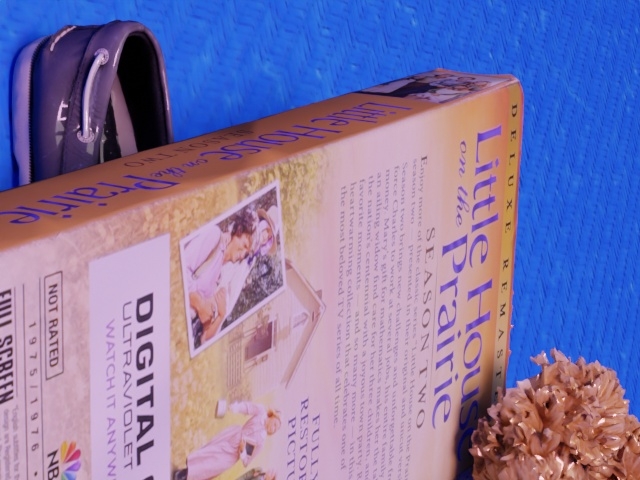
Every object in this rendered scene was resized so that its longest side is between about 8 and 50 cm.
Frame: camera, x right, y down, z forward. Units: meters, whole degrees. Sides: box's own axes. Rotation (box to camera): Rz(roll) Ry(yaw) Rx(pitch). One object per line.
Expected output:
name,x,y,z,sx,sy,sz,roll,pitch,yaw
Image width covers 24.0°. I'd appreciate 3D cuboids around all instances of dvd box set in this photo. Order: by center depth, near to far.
dvd box set,-0.031,0.104,0.629,0.420,0.062,0.307,-25,121,-56

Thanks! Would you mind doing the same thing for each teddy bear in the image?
teddy bear,0.100,0.222,0.730,0.338,0.113,0.245,-56,145,-32

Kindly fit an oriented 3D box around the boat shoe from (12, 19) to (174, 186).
boat shoe,-0.092,-0.001,0.672,0.075,0.065,0.206,7,72,-55
